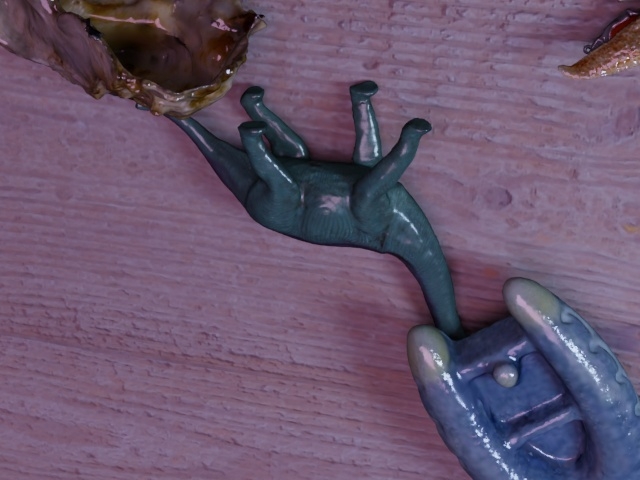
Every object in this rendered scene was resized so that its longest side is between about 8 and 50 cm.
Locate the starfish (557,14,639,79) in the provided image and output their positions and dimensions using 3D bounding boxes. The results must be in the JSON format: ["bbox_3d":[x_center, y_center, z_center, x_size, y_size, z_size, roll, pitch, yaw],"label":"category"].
[{"bbox_3d":[0.357,-0.257,1.215,0.295,0.048,0.231,-19,89,14],"label":"starfish"}]

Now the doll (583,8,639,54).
[{"bbox_3d":[0.317,-0.210,1.260,0.114,0.039,0.057,-16,129,11],"label":"doll"}]

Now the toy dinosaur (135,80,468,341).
[{"bbox_3d":[0.000,0.000,1.396,0.383,0.129,0.331,3,121,14],"label":"toy dinosaur"}]

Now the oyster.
[{"bbox_3d":[-0.230,-0.215,1.308,0.337,0.198,0.133,20,116,14],"label":"oyster"}]

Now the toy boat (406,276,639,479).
[{"bbox_3d":[0.237,0.200,1.371,0.215,0.123,0.330,-27,112,15],"label":"toy boat"}]

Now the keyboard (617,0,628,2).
[{"bbox_3d":[0.295,-0.312,1.201,0.055,0.017,0.166,-8,89,14],"label":"keyboard"}]
